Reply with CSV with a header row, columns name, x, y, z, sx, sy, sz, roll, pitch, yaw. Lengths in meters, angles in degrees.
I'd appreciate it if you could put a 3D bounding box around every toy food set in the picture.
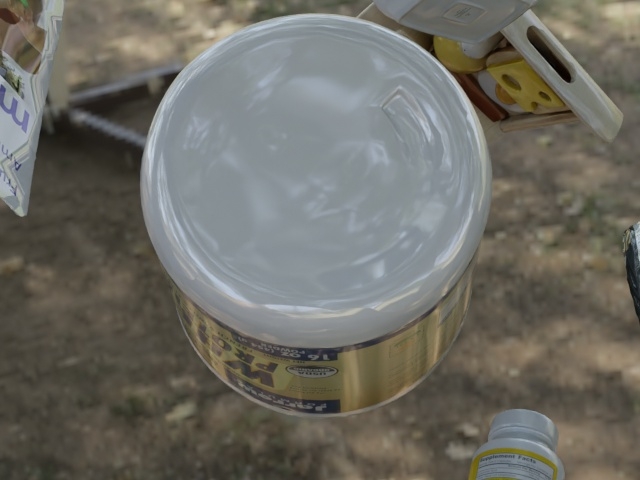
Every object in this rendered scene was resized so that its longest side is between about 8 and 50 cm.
name,x,y,z,sx,sy,sz,roll,pitch,yaw
toy food set,0.164,-0.172,1.825,0.092,0.220,0.306,-50,17,-16

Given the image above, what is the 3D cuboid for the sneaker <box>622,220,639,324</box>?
name,x,y,z,sx,sy,sz,roll,pitch,yaw
sneaker,0.406,0.117,1.133,0.257,0.447,0.169,-25,34,19

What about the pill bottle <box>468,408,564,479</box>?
name,x,y,z,sx,sy,sz,roll,pitch,yaw
pill bottle,0.130,0.173,1.149,0.065,0.065,0.116,0,47,20

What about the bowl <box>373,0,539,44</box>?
name,x,y,z,sx,sy,sz,roll,pitch,yaw
bowl,0.126,-0.224,1.514,0.142,0.053,0.142,12,-26,-29

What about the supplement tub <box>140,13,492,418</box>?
name,x,y,z,sx,sy,sz,roll,pitch,yaw
supplement tub,0.000,0.000,1.222,0.228,0.316,0.228,0,71,1

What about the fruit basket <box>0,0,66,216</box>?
name,x,y,z,sx,sy,sz,roll,pitch,yaw
fruit basket,-0.204,-0.234,0.795,0.165,0.327,0.353,-26,38,17
